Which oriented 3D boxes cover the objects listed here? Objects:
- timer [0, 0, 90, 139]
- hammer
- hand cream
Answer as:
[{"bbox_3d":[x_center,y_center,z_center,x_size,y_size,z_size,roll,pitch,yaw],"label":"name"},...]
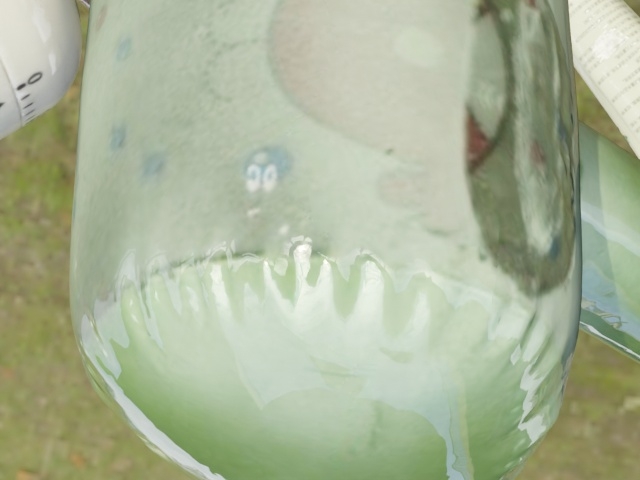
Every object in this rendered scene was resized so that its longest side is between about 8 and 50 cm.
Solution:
[{"bbox_3d":[-0.254,-0.152,1.037,0.240,0.233,0.233,-32,163,-13],"label":"timer"},{"bbox_3d":[0.078,0.003,0.485,0.119,0.206,0.335,-24,141,38],"label":"hammer"},{"bbox_3d":[0.226,-0.144,1.333,0.080,0.234,0.050,-37,157,8],"label":"hand cream"}]
